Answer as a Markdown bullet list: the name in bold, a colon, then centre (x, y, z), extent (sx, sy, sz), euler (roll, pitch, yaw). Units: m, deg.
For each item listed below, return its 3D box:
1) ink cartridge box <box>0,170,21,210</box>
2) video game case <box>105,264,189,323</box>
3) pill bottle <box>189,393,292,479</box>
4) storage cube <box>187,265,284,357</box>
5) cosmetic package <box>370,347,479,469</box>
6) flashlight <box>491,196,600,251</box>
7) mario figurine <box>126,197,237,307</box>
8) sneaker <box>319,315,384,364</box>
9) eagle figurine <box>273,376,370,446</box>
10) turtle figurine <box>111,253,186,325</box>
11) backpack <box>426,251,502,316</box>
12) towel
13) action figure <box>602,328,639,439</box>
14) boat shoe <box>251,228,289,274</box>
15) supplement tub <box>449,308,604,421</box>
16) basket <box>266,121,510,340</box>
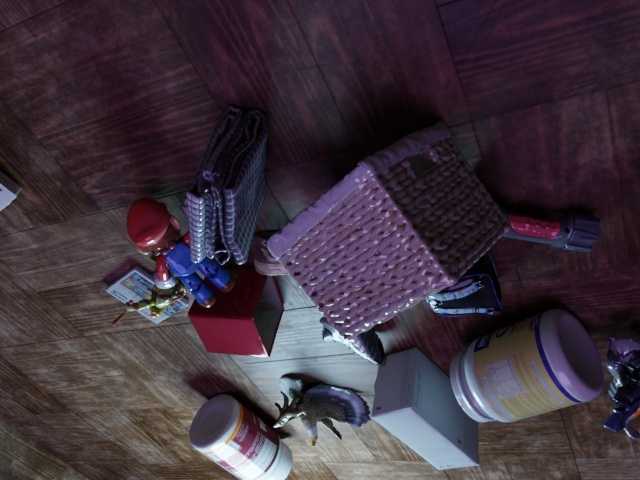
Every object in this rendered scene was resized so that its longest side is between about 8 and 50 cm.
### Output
- **ink cartridge box**: centre (-0.884, -0.136, 1.578), extent (0.198, 0.067, 0.115), euler (-22, 127, 34)
- **video game case**: centre (-0.538, 0.171, 1.843), extent (0.183, 0.023, 0.201), euler (-30, 121, 37)
- **pill bottle**: centre (-0.292, 0.778, 2.269), extent (0.224, 0.224, 0.392), euler (-19, 129, 30)
- **storage cube**: centre (-0.231, 0.197, 1.671), extent (0.193, 0.183, 0.214), euler (1, 136, 16)
- **cosmetic package**: centre (0.335, 0.531, 1.853), extent (0.156, 0.217, 0.385), euler (-23, 128, 34)
- **flashlight**: centre (0.450, -0.044, 1.305), extent (0.304, 0.103, 0.103), euler (8, 96, 2)
- **mario figurine**: centre (-0.360, 0.012, 1.523), extent (0.170, 0.198, 0.320), euler (-6, 130, 49)
- **sneaker**: centre (0.083, 0.292, 1.773), extent (0.132, 0.086, 0.228), euler (-23, 116, 39)
- **eagle figurine**: centre (-0.011, 0.602, 2.072), extent (0.299, 0.225, 0.226), euler (5, -170, -34)
- **turtle figurine**: centre (-0.447, 0.136, 1.646), extent (0.087, 0.270, 0.217), euler (32, 119, 25)
- **backpack**: centre (0.350, 0.114, 1.478), extent (0.173, 0.116, 0.158), euler (-12, 132, 25)
- **towel**: centre (-0.185, -0.112, 1.260), extent (0.122, 0.283, 0.235), euler (12, 138, 1)
- **action figure**: centre (0.799, 0.369, 1.555), extent (0.179, 0.341, 0.330), euler (26, 148, 51)
- **boat shoe**: centre (0.000, 0.000, 1.443), extent (0.342, 0.123, 0.123), euler (-5, 117, 6)
- **supplement tub**: centre (0.540, 0.343, 1.580), extent (0.241, 0.241, 0.331), euler (37, 132, -23)
- **basket**: centre (0.138, -0.015, 1.189), extent (0.331, 0.328, 0.266), euler (-37, 86, 42)
